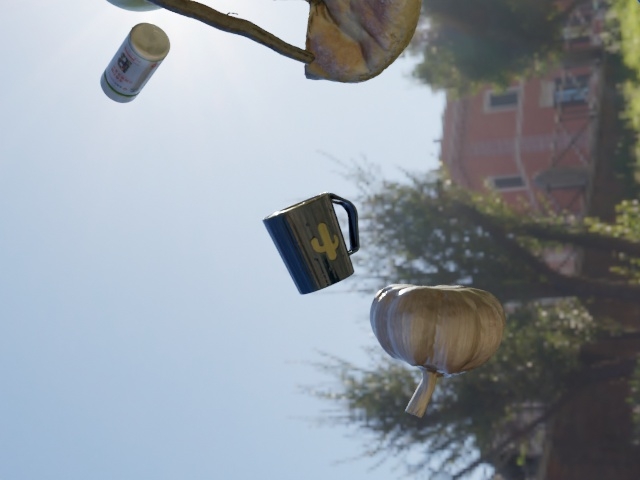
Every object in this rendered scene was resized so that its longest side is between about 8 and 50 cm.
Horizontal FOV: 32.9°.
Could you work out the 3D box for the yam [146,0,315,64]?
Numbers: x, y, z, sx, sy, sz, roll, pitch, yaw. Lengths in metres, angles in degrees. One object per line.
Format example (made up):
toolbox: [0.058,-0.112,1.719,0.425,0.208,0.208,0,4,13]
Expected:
yam: [-0.116,-0.279,1.397,0.029,0.234,0.027,-76,8,-68]

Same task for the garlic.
garlic: [0.178,0.172,1.691,0.218,0.219,0.212,1,-84,-67]

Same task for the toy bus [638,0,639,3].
toy bus: [0.514,-0.471,1.778,0.184,0.090,0.106,45,-156,-15]

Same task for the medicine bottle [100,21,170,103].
medicine bottle: [-0.370,-0.353,2.163,0.086,0.183,0.086,13,-119,-26]

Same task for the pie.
pie: [0.040,-0.443,1.919,0.075,0.338,0.337,-43,-55,-59]

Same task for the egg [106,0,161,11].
egg: [-0.294,-0.601,2.140,0.371,0.230,0.230,-41,-44,-13]

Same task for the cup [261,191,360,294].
cup: [0.000,0.000,1.952,0.176,0.131,0.155,-23,-85,-28]
